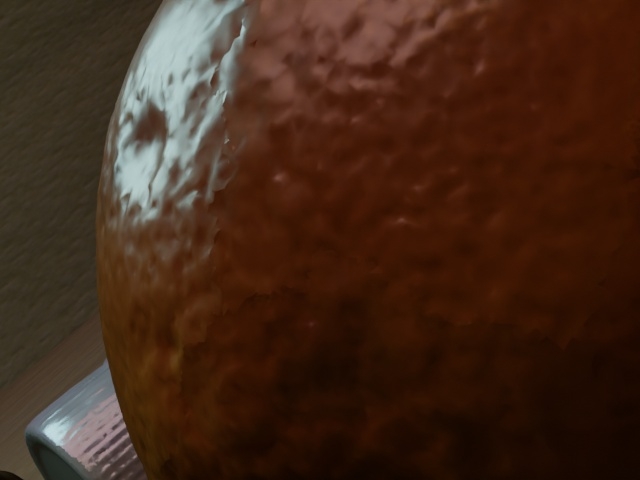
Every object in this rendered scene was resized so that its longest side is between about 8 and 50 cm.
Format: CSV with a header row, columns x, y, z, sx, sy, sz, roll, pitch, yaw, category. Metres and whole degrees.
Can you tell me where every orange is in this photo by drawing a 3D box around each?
x,y,z,sx,sy,sz,roll,pitch,yaw,category
0.072,0.007,0.671,0.312,0.312,0.312,-35,8,6,orange

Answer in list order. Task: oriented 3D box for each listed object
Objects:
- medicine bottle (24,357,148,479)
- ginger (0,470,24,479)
x,y,z,sx,sy,sz,roll,pitch,yaw,category
-0.017,0.080,1.112,0.273,0.165,0.165,-40,9,-19,medicine bottle
-0.160,0.209,0.898,0.200,0.269,0.223,58,-132,-74,ginger
